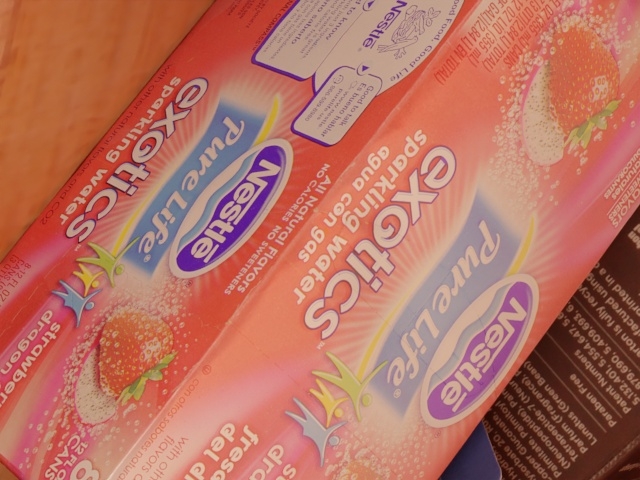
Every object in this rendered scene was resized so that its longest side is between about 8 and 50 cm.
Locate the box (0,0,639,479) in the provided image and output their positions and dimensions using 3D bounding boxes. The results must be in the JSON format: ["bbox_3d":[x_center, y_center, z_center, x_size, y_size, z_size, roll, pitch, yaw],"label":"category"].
[{"bbox_3d":[0.000,0.000,0.664,0.300,0.154,0.142,-53,129,-11],"label":"box"}]

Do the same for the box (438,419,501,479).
[{"bbox_3d":[-0.028,0.120,0.739,0.225,0.136,0.036,-38,126,16],"label":"box"}]

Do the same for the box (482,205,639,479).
[{"bbox_3d":[0.108,0.125,0.953,0.381,0.143,0.191,-47,158,17],"label":"box"}]
